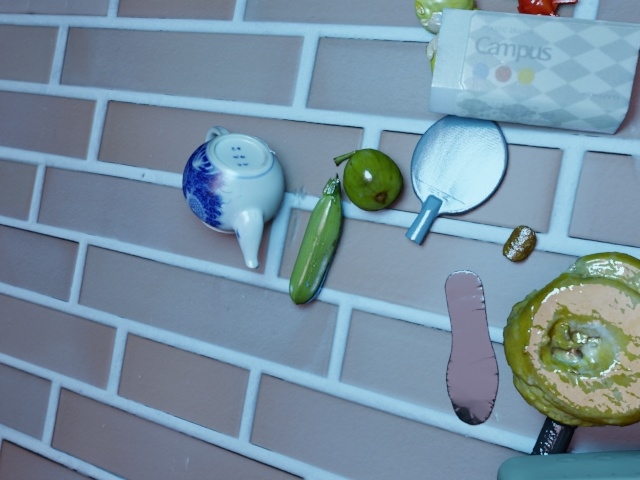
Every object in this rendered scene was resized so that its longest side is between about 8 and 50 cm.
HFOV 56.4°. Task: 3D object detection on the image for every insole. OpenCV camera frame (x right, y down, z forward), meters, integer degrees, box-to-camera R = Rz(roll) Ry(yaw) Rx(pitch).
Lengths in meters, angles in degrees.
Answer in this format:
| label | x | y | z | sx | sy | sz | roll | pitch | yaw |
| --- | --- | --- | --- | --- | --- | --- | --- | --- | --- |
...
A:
| label | x | y | z | sx | sy | sz | roll | pitch | yaw |
| --- | --- | --- | --- | --- | --- | --- | --- | --- | --- |
| insole | 0.337 | 0.241 | 1.354 | 0.119 | 0.009 | 0.349 | -7 | 85 | 22 |

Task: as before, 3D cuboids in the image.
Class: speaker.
| label | x | y | z | sx | sy | sz | roll | pitch | yaw |
| --- | --- | --- | --- | --- | --- | --- | --- | --- | --- |
| speaker | 0.535 | 0.493 | 1.082 | 0.406 | 0.184 | 0.183 | -9 | 79 | 15 |

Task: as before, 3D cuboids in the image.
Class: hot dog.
| label | x | y | z | sx | sy | sz | roll | pitch | yaw |
| --- | --- | --- | --- | --- | --- | --- | --- | --- | --- |
| hot dog | 0.436 | 0.008 | 1.308 | 0.058 | 0.035 | 0.083 | 35 | 100 | 21 |

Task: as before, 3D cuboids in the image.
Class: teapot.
| label | x | y | z | sx | sy | sz | roll | pitch | yaw |
| --- | --- | --- | --- | --- | --- | --- | --- | --- | --- |
| teapot | -0.224 | -0.121 | 1.509 | 0.424 | 0.252 | 0.280 | 64 | 149 | 33 |

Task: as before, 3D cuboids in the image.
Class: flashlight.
| label | x | y | z | sx | sy | sz | roll | pitch | yaw |
| --- | --- | --- | --- | --- | --- | --- | --- | --- | --- |
| flashlight | 0.476 | 0.446 | 1.242 | 0.093 | 0.093 | 0.232 | 25 | 94 | 23 |

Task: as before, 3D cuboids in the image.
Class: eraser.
| label | x | y | z | sx | sy | sz | roll | pitch | yaw |
| --- | --- | --- | --- | --- | --- | --- | --- | --- | --- |
| eraser | 0.438 | -0.355 | 1.249 | 0.396 | 0.082 | 0.213 | 9 | 92 | 9 |

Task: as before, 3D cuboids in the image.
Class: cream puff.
| label | x | y | z | sx | sy | sz | roll | pitch | yaw |
| --- | --- | --- | --- | --- | --- | --- | --- | --- | --- |
| cream puff | 0.524 | 0.188 | 1.153 | 0.327 | 0.231 | 0.343 | 14 | 94 | 24 |

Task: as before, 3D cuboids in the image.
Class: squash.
| label | x | y | z | sx | sy | sz | roll | pitch | yaw |
| --- | --- | --- | --- | --- | --- | --- | --- | --- | --- |
| squash | 0.000 | 0.000 | 1.467 | 0.094 | 0.094 | 0.341 | 21 | 99 | 23 |

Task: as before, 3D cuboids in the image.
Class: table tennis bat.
| label | x | y | z | sx | sy | sz | roll | pitch | yaw |
| --- | --- | --- | --- | --- | --- | --- | --- | --- | --- |
| table tennis bat | 0.295 | -0.141 | 1.376 | 0.215 | 0.044 | 0.329 | 32 | 97 | 21 |

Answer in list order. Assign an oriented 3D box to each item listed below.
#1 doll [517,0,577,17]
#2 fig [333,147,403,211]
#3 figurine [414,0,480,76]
| label | x | y | z | sx | sy | sz | roll | pitch | yaw |
| --- | --- | --- | --- | --- | --- | --- | --- | --- | --- |
| doll | 0.465 | -0.536 | 1.313 | 0.109 | 0.057 | 0.169 | -44 | 73 | 17 |
| fig | 0.119 | -0.155 | 1.420 | 0.142 | 0.186 | 0.148 | 27 | 129 | -19 |
| figurine | 0.283 | -0.491 | 1.357 | 0.156 | 0.131 | 0.246 | 4 | 87 | -11 |
